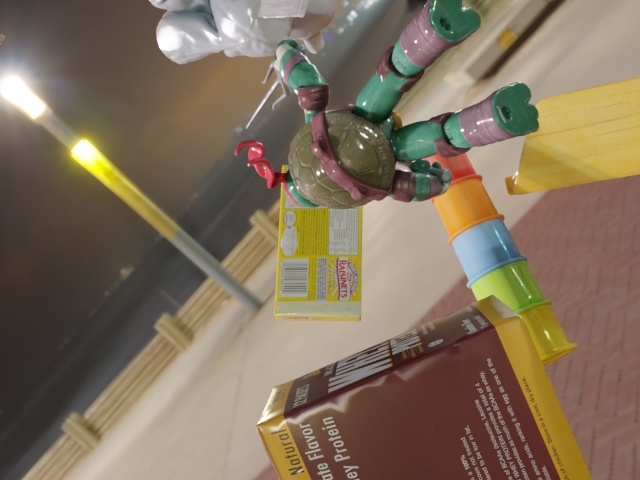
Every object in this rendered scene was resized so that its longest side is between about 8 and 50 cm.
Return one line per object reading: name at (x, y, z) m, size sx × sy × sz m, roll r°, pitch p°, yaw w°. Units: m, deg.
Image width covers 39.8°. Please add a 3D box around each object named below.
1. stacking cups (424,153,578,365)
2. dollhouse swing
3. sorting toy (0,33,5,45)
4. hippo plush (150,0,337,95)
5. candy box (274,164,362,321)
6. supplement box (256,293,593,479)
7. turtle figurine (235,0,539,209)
stacking cups at (0.211, 0.014, 1.124) m, size 0.096 × 0.316 × 0.096 m, roll -23°, pitch -15°, yaw -6°
dollhouse swing at (0.408, -0.241, 1.214) m, size 0.315 × 0.304 × 0.347 m, roll -9°, pitch 3°, yaw 25°
sorting toy at (-0.406, -0.199, 0.787) m, size 0.038 × 0.208 × 0.193 m, roll -59°, pitch 17°, yaw 27°
hippo plush at (-0.077, -0.368, 1.252) m, size 0.236 × 0.294 × 0.234 m, roll -34°, pitch -47°, yaw -48°
candy box at (0.000, 0.000, 1.098) m, size 0.027 × 0.105 × 0.205 m, roll 86°, pitch -174°, yaw -66°
supplement box at (0.084, 0.169, 0.650) m, size 0.194 × 0.191 × 0.129 m, roll -24°, pitch 2°, yaw 4°
turtle figurine at (0.037, -0.079, 0.669) m, size 0.234 × 0.175 × 0.118 m, roll -27°, pitch 31°, yaw 46°
